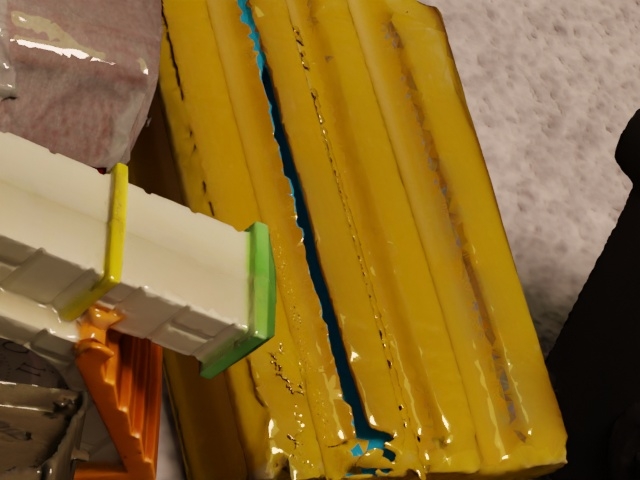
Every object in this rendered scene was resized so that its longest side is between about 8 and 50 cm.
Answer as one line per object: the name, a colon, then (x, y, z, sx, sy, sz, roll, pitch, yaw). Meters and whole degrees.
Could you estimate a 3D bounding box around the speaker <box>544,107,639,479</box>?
speaker: (0.260, 0.078, 0.958, 0.184, 0.232, 0.254, 6, 30, -33)

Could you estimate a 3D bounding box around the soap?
soap: (0.000, 0.001, 0.972, 0.204, 0.096, 0.324, 3, 59, -32)

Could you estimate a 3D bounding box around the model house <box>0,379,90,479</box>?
model house: (-0.168, 0.154, 0.706, 0.204, 0.211, 0.243, 19, 10, 32)

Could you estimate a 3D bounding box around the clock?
clock: (-0.173, 0.036, 0.758, 0.255, 0.220, 0.106, 23, 48, -30)

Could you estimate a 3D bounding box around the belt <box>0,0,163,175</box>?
belt: (-0.162, -0.111, 0.916, 0.124, 0.128, 0.201, 14, 50, -25)
